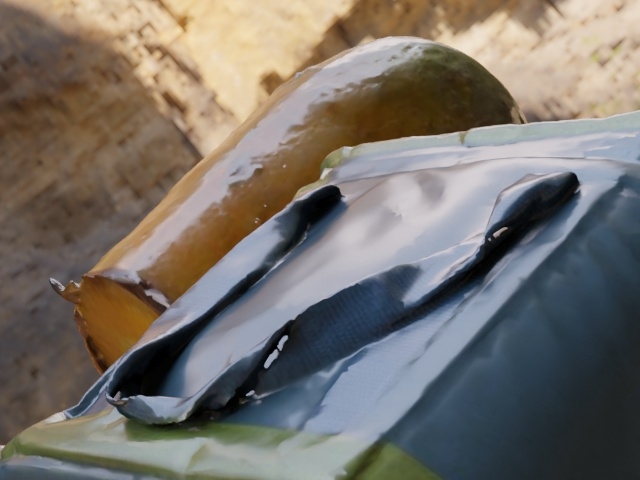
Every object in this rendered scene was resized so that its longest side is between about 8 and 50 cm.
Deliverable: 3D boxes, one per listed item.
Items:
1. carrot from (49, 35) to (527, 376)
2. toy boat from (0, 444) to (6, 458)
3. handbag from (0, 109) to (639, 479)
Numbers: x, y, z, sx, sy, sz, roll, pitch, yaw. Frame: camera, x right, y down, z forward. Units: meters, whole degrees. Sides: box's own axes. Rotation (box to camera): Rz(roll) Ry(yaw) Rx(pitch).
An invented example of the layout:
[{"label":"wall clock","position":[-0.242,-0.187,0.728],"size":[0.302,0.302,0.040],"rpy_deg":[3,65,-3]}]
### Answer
[{"label":"carrot","position":[0.000,0.000,1.174],"size":[0.341,0.224,0.224],"rpy_deg":[-39,-12,-27]},{"label":"toy boat","position":[-0.087,0.202,0.889],"size":[0.099,0.318,0.141],"rpy_deg":[-56,-26,15]},{"label":"handbag","position":[0.040,0.093,0.621],"size":[0.263,0.222,0.241],"rpy_deg":[-4,28,45]}]
